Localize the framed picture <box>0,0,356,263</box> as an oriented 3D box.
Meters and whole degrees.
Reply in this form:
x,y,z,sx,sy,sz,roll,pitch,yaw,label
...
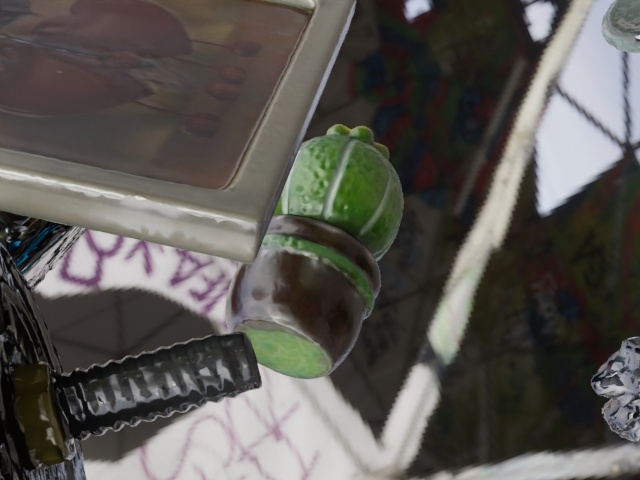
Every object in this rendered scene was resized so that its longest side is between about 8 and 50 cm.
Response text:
x,y,z,sx,sy,sz,roll,pitch,yaw,label
-0.143,-0.077,0.545,0.211,0.289,0.020,-71,-9,-61,framed picture

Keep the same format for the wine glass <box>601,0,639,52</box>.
x,y,z,sx,sy,sz,roll,pitch,yaw,label
0.134,0.023,0.355,0.079,0.079,0.195,-78,-34,-67,wine glass

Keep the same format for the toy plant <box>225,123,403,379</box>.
x,y,z,sx,sy,sz,roll,pitch,yaw,label
0.000,0.000,0.923,0.093,0.093,0.162,52,-132,-45,toy plant

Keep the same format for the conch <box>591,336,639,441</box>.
x,y,z,sx,sy,sz,roll,pitch,yaw,label
0.289,0.106,0.866,0.240,0.186,0.313,56,178,3,conch

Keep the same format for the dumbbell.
x,y,z,sx,sy,sz,roll,pitch,yaw,label
-0.177,0.081,0.479,0.143,0.325,0.143,-15,-90,-89,dumbbell

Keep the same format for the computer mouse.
x,y,z,sx,sy,sz,roll,pitch,yaw,label
-0.216,-0.001,0.985,0.077,0.146,0.241,42,-127,-2,computer mouse
